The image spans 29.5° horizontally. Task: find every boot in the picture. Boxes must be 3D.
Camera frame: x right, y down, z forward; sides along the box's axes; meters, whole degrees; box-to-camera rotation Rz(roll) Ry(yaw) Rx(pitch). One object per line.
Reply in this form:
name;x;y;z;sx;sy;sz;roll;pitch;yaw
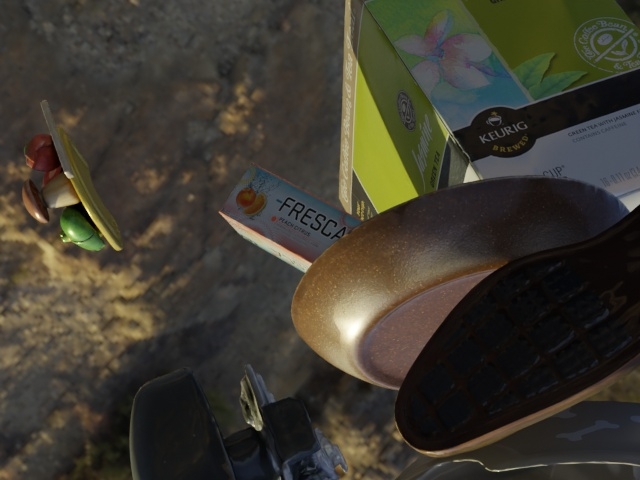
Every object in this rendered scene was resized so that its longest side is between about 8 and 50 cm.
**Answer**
boot;0.141;0.045;0.573;0.219;0.082;0.106;-36;140;1

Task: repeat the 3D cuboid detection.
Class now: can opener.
can opener;0.000;0.175;0.504;0.093;0.280;0.074;-22;148;-8

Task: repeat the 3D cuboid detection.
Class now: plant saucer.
plant saucer;0.084;0.037;0.679;0.198;0.036;0.199;-10;148;-6

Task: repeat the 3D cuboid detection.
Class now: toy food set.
toy food set;-0.292;-0.054;1.367;0.071;0.128;0.218;-25;151;-2

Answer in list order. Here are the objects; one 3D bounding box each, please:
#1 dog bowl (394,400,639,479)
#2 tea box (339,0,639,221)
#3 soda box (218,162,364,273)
dog bowl;0.154;0.242;0.650;0.349;0.348;0.102;-62;179;24
tea box;0.177;-0.061;1.157;0.220;0.323;0.329;-20;147;-15
soda box;0.000;0.000;1.087;0.058;0.183;0.063;-55;149;-10
